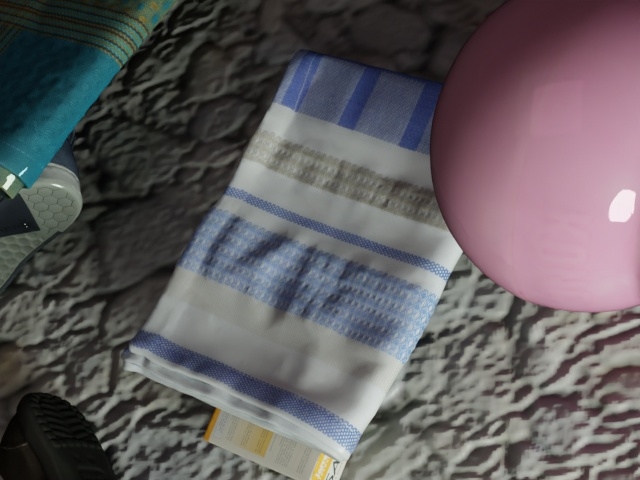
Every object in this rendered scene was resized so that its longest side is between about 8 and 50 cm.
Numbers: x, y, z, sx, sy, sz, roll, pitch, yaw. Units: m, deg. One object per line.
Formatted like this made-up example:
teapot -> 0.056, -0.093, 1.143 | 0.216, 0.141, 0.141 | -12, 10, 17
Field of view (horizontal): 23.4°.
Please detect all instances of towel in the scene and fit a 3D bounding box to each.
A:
towel -> 0.000, 0.000, 1.087 | 0.209, 0.034, 0.285 | 20, 74, 35
towel -> -0.226, -0.206, 1.263 | 0.271, 0.040, 0.370 | 20, 63, 35

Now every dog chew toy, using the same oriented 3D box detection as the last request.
dog chew toy -> 0.232, -0.030, 0.888 | 0.332, 0.206, 0.206 | 23, 85, 28

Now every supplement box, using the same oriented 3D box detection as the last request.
supplement box -> -0.025, 0.129, 1.077 | 0.098, 0.036, 0.062 | 18, 82, 35

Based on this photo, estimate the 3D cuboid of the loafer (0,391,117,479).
loafer -> -0.178, 0.213, 1.124 | 0.078, 0.080, 0.220 | -48, 49, 20

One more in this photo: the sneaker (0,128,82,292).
sneaker -> -0.282, -0.046, 1.278 | 0.226, 0.086, 0.163 | -32, 49, 27
